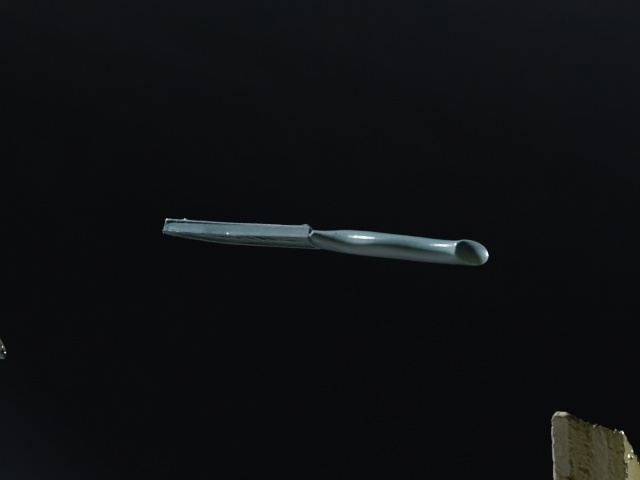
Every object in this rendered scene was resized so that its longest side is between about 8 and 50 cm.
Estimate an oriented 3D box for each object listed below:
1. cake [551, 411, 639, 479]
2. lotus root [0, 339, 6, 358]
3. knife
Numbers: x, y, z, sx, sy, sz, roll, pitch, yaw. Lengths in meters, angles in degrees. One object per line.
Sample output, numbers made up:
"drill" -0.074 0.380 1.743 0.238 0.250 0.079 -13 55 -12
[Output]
"cake" 0.163 0.147 1.157 0.052 0.121 0.065 13 62 23
"lotus root" -0.351 0.101 0.962 0.397 0.196 0.179 -22 80 -3
"knife" 0.000 -0.001 1.085 0.210 0.015 0.028 5 0 35
